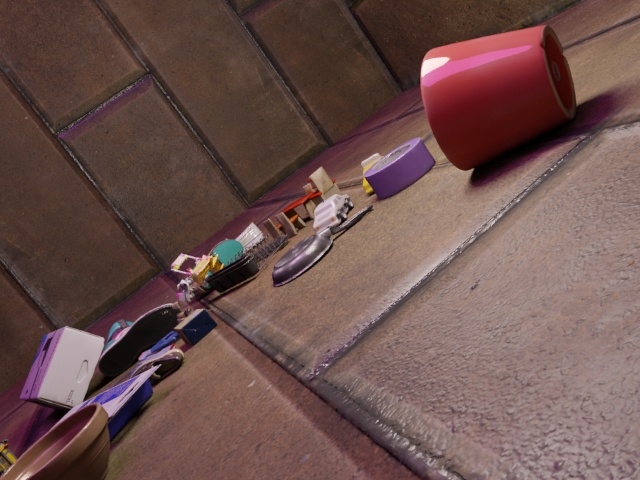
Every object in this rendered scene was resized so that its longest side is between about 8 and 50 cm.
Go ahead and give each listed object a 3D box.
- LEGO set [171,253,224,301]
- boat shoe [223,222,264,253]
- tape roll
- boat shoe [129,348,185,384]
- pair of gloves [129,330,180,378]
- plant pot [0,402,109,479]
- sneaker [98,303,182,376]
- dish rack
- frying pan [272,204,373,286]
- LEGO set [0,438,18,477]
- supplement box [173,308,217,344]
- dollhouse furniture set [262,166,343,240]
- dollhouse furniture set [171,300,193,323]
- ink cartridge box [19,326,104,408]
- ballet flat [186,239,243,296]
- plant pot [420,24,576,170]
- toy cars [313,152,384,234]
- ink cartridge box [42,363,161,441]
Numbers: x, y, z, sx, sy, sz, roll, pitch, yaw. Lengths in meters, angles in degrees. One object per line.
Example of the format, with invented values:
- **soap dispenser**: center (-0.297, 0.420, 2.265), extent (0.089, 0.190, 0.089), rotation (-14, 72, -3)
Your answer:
- **LEGO set**: center (-0.400, 0.096, 2.025), extent (0.107, 0.132, 0.287), rotation (13, 13, 11)
- **boat shoe**: center (-0.345, 0.033, 2.399), extent (0.268, 0.088, 0.096), rotation (-36, 9, 0)
- **tape roll**: center (0.218, -0.201, 1.728), extent (0.189, 0.080, 0.189), rotation (-34, 12, 8)
- **boat shoe**: center (-0.400, 0.314, 1.504), extent (0.152, 0.056, 0.049), rotation (-35, 6, 3)
- **pair of gloves**: center (-0.458, 0.316, 1.754), extent (0.159, 0.023, 0.198), rotation (-32, 13, 9)
- **plant pot**: center (-0.471, 0.419, 1.141), extent (0.237, 0.109, 0.237), rotation (-35, 11, 8)
- **sneaker**: center (-0.561, 0.287, 1.950), extent (0.296, 0.123, 0.178), rotation (-38, 21, -5)
- **dish rack**: center (-0.223, 0.057, 1.992), extent (0.208, 0.074, 0.271), rotation (-26, 14, 37)
- **frying pan**: center (-0.003, 0.009, 1.617), extent (0.326, 0.053, 0.197), rotation (-37, 12, 11)
- **LEGO set**: center (-0.975, 0.619, 1.596), extent (0.255, 0.192, 0.331), rotation (-31, 12, 24)
- **supplement box**: center (-0.332, 0.228, 1.649), extent (0.083, 0.056, 0.083), rotation (-41, 12, -25)
- **dollhouse furniture set**: center (-0.052, -0.140, 2.131), extent (0.259, 0.135, 0.262), rotation (-23, 17, 48)
- **dollhouse furniture set**: center (-0.384, 0.205, 1.872), extent (0.081, 0.090, 0.114), rotation (-20, 9, 3)
- **ink cartridge box**: center (-0.810, 0.403, 1.939), extent (0.308, 0.129, 0.223), rotation (-20, 50, 53)
- **ballet flat**: center (-0.390, 0.098, 2.251), extent (0.106, 0.107, 0.316), rotation (-37, 8, 34)
- **plant pot**: center (0.377, -0.308, 1.292), extent (0.243, 0.274, 0.275), rotation (-14, 22, 36)
- **toy cars**: center (0.100, -0.156, 1.872), extent (0.394, 0.087, 0.176), rotation (-41, 12, -22)
- **ink cartridge box**: center (-0.506, 0.407, 1.415), extent (0.371, 0.069, 0.175), rotation (-31, 11, 33)
